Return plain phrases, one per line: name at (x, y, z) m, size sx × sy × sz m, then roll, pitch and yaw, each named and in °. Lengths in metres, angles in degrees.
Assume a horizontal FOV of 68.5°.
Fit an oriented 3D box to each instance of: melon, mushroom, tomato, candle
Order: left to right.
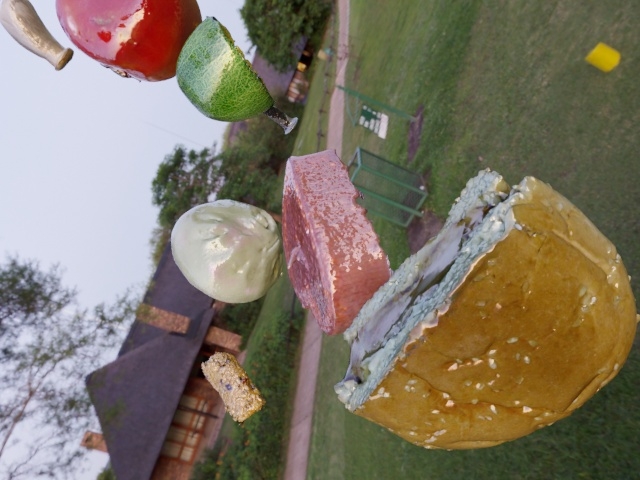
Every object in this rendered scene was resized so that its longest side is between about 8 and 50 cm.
mushroom at (-0.851, -0.615, 1.391) m, size 0.108 × 0.247 × 0.096 m, roll -47°, pitch 19°, yaw -21°
tomato at (-0.466, -0.562, 1.185) m, size 0.290 × 0.325 × 0.293 m, roll -60°, pitch -13°, yaw 13°
melon at (-0.214, -0.335, 1.062) m, size 0.169 × 0.265 × 0.129 m, roll -34°, pitch 61°, yaw 8°
candle at (0.000, 0.000, 0.773) m, size 0.317 × 0.131 × 0.287 m, roll -144°, pitch 45°, yaw -69°

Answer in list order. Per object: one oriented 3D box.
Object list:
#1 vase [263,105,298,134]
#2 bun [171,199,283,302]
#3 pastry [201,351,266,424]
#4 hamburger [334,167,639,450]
vase at (-0.140, -0.356, 1.271) m, size 0.059 × 0.167 × 0.059 m, roll -40°, pitch 33°, yaw 32°
bun at (-0.198, 0.000, 1.097) m, size 0.179 × 0.283 × 0.283 m, roll -54°, pitch 17°, yaw 33°
pastry at (-0.166, 0.273, 0.893) m, size 0.080 × 0.140 × 0.056 m, roll -45°, pitch -19°, yaw 22°
hamburger at (0.158, 0.096, 0.454) m, size 0.309 × 0.211 × 0.132 m, roll -57°, pitch 15°, yaw 30°
